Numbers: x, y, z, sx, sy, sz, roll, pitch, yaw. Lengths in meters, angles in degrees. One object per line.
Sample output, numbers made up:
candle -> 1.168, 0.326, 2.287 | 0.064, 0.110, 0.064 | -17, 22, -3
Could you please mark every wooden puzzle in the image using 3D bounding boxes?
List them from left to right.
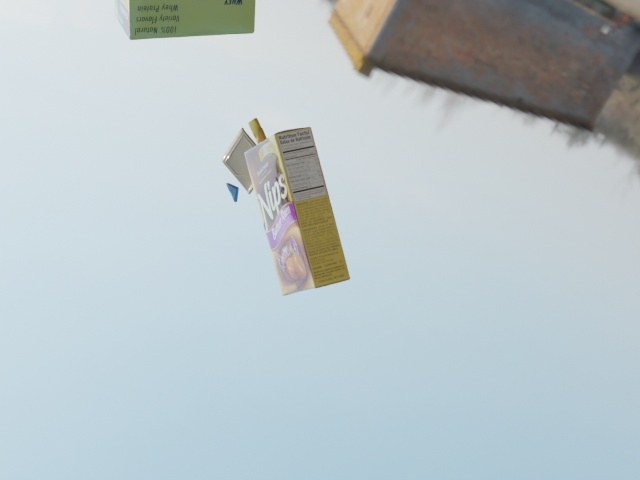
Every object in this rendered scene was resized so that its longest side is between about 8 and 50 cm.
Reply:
wooden puzzle -> -0.103, -0.112, 1.410 | 0.014, 0.116, 0.079 | -18, -109, -48

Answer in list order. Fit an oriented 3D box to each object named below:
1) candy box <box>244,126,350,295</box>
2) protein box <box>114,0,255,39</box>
candy box -> -0.030, -0.032, 1.206 | 0.053, 0.187, 0.109 | -13, 177, -25
protein box -> -0.210, -0.428, 1.533 | 0.199, 0.201, 0.136 | -7, -149, -19
